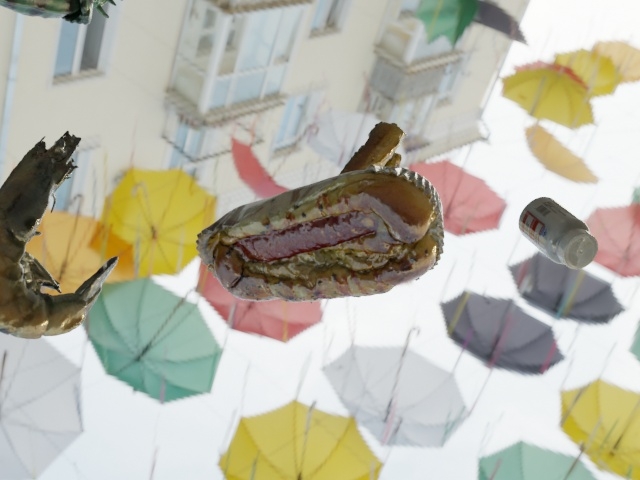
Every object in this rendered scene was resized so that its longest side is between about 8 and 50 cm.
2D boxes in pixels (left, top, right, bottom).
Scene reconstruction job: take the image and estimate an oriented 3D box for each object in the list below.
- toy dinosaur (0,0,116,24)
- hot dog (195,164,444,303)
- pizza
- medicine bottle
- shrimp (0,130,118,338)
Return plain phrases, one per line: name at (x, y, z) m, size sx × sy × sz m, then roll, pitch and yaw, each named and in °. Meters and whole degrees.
toy dinosaur at (-0.405, -0.360, 1.428) m, size 0.292 × 0.079 × 0.120 m, roll 2°, pitch -118°, yaw -37°
hot dog at (0.000, 0.000, 0.956) m, size 0.252 × 0.131 × 0.069 m, roll -12°, pitch -148°, yaw 29°
pizza at (0.046, -0.056, 1.806) m, size 0.074 × 0.288 × 0.251 m, roll 36°, pitch -117°, yaw 11°
medicine bottle at (0.381, -0.010, 1.653) m, size 0.079 × 0.079 × 0.140 m, roll 5°, pitch -158°, yaw -21°
shrimp at (-0.260, -0.001, 0.999) m, size 0.150 × 0.051 × 0.217 m, roll 44°, pitch -129°, yaw -34°
